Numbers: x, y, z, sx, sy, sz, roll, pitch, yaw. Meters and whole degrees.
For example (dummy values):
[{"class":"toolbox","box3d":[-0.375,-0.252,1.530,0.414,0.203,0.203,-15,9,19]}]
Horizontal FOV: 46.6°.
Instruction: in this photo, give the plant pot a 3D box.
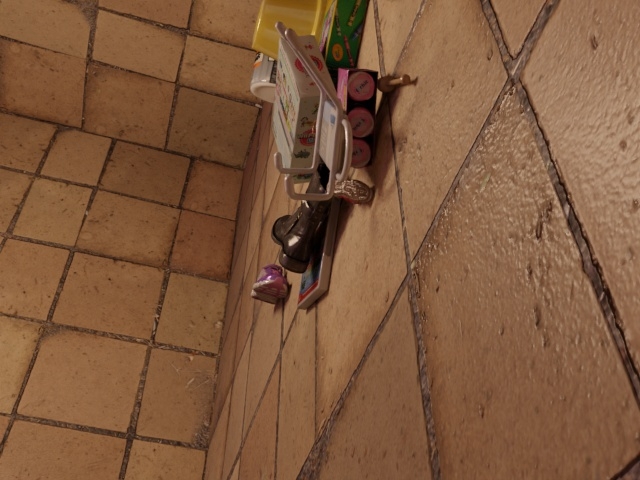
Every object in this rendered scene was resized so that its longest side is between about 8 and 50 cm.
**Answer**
[{"class":"plant pot","box3d":[-0.072,-0.621,2.211,0.254,0.238,0.254,-168,90,-80]}]

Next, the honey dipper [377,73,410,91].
[{"class":"honey dipper","box3d":[0.132,-0.286,1.341,0.161,0.030,0.031,-132,55,-78]}]

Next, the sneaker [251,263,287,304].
[{"class":"sneaker","box3d":[-0.140,0.113,2.117,0.236,0.095,0.105,138,151,-73]}]

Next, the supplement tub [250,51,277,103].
[{"class":"supplement tub","box3d":[-0.138,-0.674,2.714,0.193,0.193,0.316,142,140,-73]}]

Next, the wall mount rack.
[{"class":"wall mount rack","box3d":[-0.023,-0.249,1.414,0.350,0.130,0.304,-115,29,-68]}]

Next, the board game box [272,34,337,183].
[{"class":"board game box","box3d":[-0.050,-0.326,1.882,0.303,0.097,0.224,101,157,-53]}]

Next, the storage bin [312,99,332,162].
[{"class":"storage bin","box3d":[0.030,-0.234,1.667,0.091,0.098,0.135,105,175,-78]}]

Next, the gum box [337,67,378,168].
[{"class":"gum box","box3d":[0.068,-0.239,1.453,0.107,0.062,0.189,-118,29,-73]}]

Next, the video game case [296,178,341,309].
[{"class":"video game case","box3d":[0.000,0.000,1.701,0.204,0.025,0.285,131,150,-67]}]

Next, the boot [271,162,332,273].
[{"class":"boot","box3d":[-0.025,-0.069,1.667,0.263,0.091,0.229,-110,40,-63]}]

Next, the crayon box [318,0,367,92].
[{"class":"crayon box","box3d":[0.052,-0.539,1.902,0.165,0.081,0.279,147,135,-75]}]

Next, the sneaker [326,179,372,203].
[{"class":"sneaker","box3d":[0.073,-0.092,1.427,0.118,0.067,0.042,18,93,49]}]
